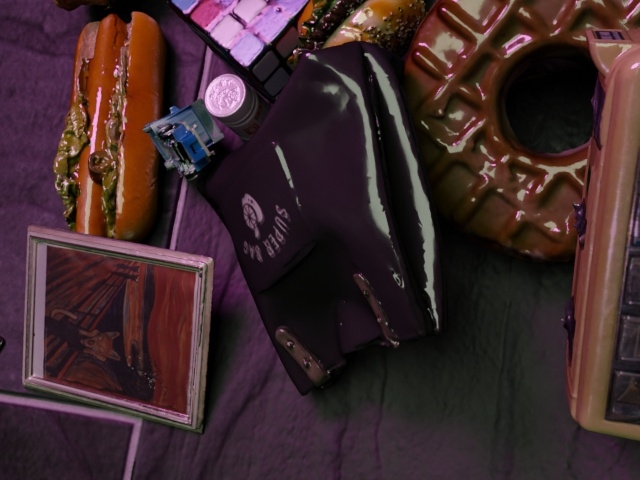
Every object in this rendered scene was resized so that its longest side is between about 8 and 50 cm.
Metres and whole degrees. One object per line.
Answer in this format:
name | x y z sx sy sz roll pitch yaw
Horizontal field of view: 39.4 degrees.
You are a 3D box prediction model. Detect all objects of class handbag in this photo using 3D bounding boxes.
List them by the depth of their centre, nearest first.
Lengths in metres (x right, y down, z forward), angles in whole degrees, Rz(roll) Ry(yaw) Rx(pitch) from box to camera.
handbag | 0.000 0.000 0.928 0.342 0.152 0.288 -41 66 54

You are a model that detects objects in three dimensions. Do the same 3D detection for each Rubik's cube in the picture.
Rubik's cube | -0.056 -0.263 1.068 0.151 0.155 0.154 -46 66 1

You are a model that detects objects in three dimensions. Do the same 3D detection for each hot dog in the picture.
hot dog | -0.268 -0.138 1.142 0.135 0.100 0.338 -4 74 19

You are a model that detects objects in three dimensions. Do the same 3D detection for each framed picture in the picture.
framed picture | -0.253 0.103 1.075 0.273 0.016 0.217 8 100 23

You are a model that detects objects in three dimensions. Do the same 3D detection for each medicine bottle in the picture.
medicine bottle | -0.097 -0.161 1.091 0.057 0.089 0.057 -5 75 20

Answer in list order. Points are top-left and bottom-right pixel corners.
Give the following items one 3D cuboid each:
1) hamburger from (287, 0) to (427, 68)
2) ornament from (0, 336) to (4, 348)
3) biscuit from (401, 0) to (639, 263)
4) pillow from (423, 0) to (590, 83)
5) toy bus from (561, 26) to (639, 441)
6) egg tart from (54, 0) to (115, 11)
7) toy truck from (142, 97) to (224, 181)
hamburger | 0.051 -0.232 0.954 0.189 0.164 0.093 -38 82 -10
ornament | -0.503 0.137 1.105 0.088 0.203 0.081 27 94 23
biscuit | 0.239 -0.134 0.891 0.331 0.103 0.332 3 102 13
pillow | 0.213 -0.249 0.991 0.249 0.106 0.186 -13 77 19
toy bus | 0.313 -0.012 0.757 0.201 0.177 0.366 5 110 12
egg tart | -0.281 -0.388 1.180 0.090 0.212 0.213 29 86 -7
toy truck | -0.150 -0.122 1.040 0.081 0.175 0.067 -35 108 -12
